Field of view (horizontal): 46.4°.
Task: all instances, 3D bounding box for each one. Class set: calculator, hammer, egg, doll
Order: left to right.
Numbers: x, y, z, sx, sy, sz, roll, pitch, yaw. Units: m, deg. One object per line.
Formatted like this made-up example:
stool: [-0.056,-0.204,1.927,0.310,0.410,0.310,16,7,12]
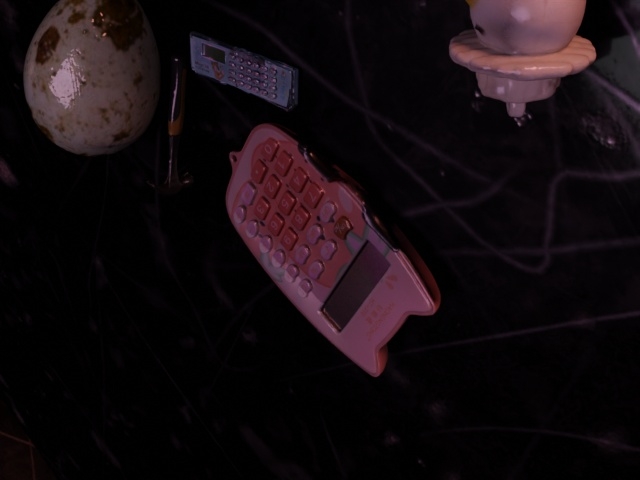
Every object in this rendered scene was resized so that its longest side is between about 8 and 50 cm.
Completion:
egg: [-0.286,-0.216,0.950,0.169,0.169,0.231,36,126,21]
hammer: [-0.194,-0.148,0.987,0.021,0.078,0.200,27,125,25]
calculator: [-0.094,-0.203,0.894,0.172,0.018,0.057,28,130,30]
calculator: [0.000,0.000,0.917,0.329,0.048,0.220,46,139,14]
doll: [0.162,-0.232,0.562,0.138,0.119,0.293,-107,13,-57]
